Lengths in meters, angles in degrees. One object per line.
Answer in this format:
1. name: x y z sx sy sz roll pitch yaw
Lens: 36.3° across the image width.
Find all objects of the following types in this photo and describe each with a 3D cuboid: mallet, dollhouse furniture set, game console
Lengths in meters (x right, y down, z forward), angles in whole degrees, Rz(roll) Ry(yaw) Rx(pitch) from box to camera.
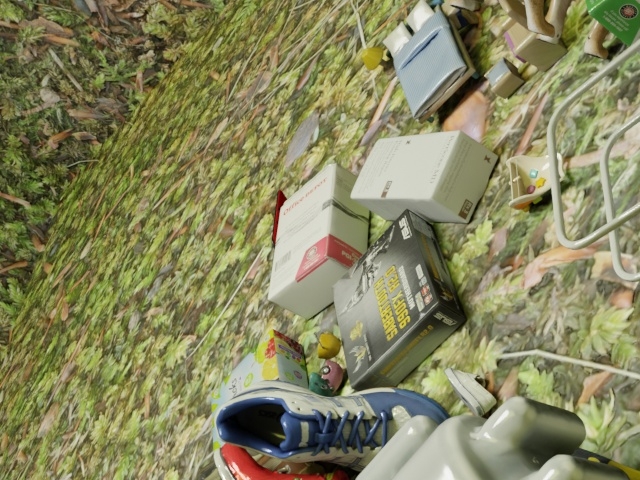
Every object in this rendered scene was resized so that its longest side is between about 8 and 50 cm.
1. mallet: 0.292 0.215 0.950 0.062 0.039 0.190 -61 21 -3
2. dollhouse furniture set: 0.169 -0.318 1.519 0.303 0.198 0.286 -44 38 31
3. game console: -0.081 0.005 1.785 0.124 0.085 0.144 -43 29 38

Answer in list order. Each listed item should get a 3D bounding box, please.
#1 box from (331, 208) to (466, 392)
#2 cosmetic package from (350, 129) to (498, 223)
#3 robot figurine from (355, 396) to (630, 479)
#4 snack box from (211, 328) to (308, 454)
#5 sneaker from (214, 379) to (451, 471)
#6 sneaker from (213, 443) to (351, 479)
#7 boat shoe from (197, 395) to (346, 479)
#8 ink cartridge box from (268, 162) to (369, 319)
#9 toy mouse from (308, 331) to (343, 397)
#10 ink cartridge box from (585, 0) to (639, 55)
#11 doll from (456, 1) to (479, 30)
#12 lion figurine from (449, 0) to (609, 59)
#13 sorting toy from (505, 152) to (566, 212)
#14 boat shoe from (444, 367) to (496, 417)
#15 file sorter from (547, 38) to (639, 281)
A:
1. box: 0.104 0.088 1.400 0.183 0.056 0.231 -47 28 23
2. cosmetic package: 0.152 -0.095 1.484 0.231 0.085 0.117 1 63 63
3. robot figurine: 0.131 0.311 0.934 0.353 0.200 0.300 -51 41 18
4. snack box: -0.096 0.271 1.546 0.174 0.070 0.207 -47 27 22
5. sneaker: 0.011 0.238 1.193 0.297 0.131 0.111 -1 91 22
6. sneaker: -0.017 0.331 1.234 0.279 0.107 0.118 33 81 30
7. boat shoe: -0.028 0.315 1.348 0.324 0.123 0.119 -35 66 29
8. ink cartridge box: 0.000 0.000 1.645 0.158 0.092 0.217 -38 34 37
9. toy mouse: 0.010 0.206 1.419 0.161 0.031 0.143 27 -109 -77
10. ink cartridge box: 0.434 -0.313 1.130 0.208 0.153 0.086 -38 35 39
11. doll: 0.198 -0.357 1.731 0.189 0.046 0.129 -34 34 41
12. lion figurine: 0.318 -0.375 1.242 0.142 0.392 0.240 25 105 30
13. sorting toy: 0.286 -0.081 1.278 0.075 0.045 0.083 -30 36 33
14. boat shoe: 0.184 0.179 1.190 0.035 0.035 0.100 -31 22 -5
15. file sorter: 0.355 -0.036 0.833 0.173 0.278 0.192 -42 30 41
